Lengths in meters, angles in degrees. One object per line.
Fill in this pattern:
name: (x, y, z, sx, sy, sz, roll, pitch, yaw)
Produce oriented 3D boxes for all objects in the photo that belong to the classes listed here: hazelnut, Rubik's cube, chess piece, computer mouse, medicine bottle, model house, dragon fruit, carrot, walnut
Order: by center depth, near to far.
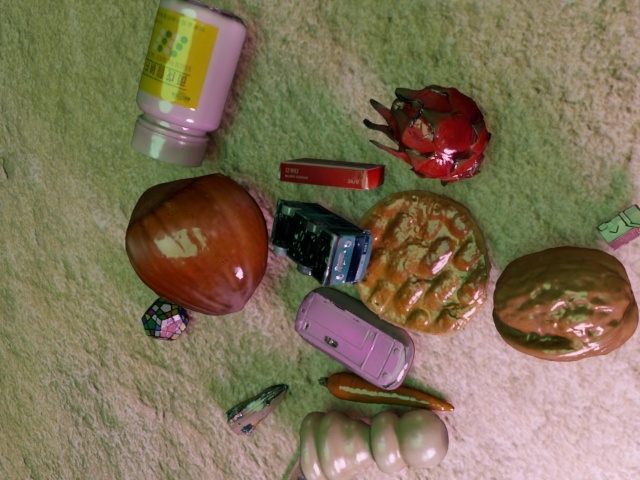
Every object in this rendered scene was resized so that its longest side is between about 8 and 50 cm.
walnut: (0.454, 0.119, 1.039, 0.257, 0.257, 0.224, -17, 125, 26)
model house: (0.584, -0.025, 1.047, 0.083, 0.057, 0.058, -37, 76, 23)
dragon fruit: (0.225, -0.225, 1.109, 0.274, 0.193, 0.192, 37, 67, -5)
chess piece: (0.132, 0.474, 1.269, 0.331, 0.182, 0.182, -13, 91, 21)
carrot: (0.149, 0.364, 1.299, 0.336, 0.069, 0.069, 5, 99, 22)
computer mouse: (0.079, 0.230, 1.305, 0.310, 0.072, 0.158, 27, 100, 26)
hazelnut: (-0.296, 0.016, 1.333, 0.372, 0.315, 0.372, 24, 128, 36)
medicine bottle: (-0.332, -0.389, 1.351, 0.214, 0.213, 0.378, 26, 107, 21)
Rubik's cube: (-0.435, 0.222, 1.531, 0.112, 0.133, 0.133, -22, 86, 0)

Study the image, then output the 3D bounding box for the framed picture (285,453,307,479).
framed picture: (0.017, 0.668, 1.427, 0.231, 0.010, 0.173, 31, 109, 19)

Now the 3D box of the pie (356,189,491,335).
pie: (0.220, 0.048, 1.219, 0.340, 0.083, 0.339, 4, 98, 28)

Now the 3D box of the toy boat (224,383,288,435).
toy boat: (-0.165, 0.449, 1.463, 0.210, 0.066, 0.084, -39, 91, 13)

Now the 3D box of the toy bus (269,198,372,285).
toy bus: (0.000, 0.000, 1.229, 0.256, 0.147, 0.128, 34, 117, 51)

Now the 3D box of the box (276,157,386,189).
box: (0.023, -0.156, 1.262, 0.230, 0.123, 0.050, 8, 105, 24)
